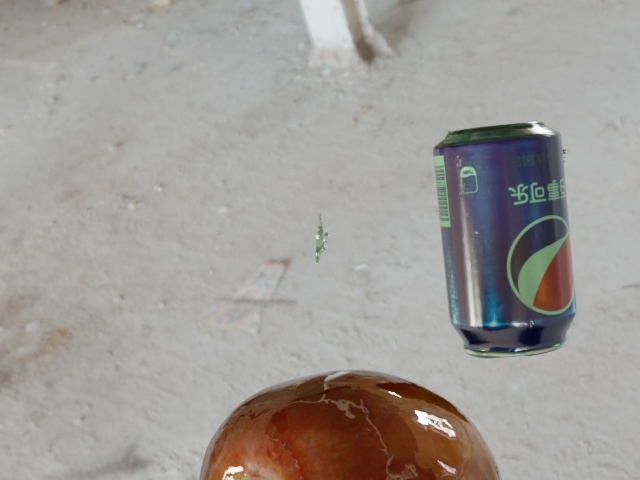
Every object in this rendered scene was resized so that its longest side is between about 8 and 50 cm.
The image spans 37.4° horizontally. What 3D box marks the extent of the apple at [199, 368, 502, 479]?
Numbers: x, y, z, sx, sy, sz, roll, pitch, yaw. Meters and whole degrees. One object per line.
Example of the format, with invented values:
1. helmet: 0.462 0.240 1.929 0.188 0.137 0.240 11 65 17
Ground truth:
1. apple: 0.027 0.204 0.694 0.229 0.230 0.230 -14 34 9

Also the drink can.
1. drink can: 0.167 -0.002 0.855 0.118 0.205 0.118 -6 5 1

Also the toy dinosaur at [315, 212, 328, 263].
1. toy dinosaur: 0.000 0.000 1.668 0.021 0.062 0.083 8 49 -6

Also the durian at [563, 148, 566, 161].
1. durian: 0.401 -0.129 1.942 0.139 0.145 0.252 11 -3 -28
